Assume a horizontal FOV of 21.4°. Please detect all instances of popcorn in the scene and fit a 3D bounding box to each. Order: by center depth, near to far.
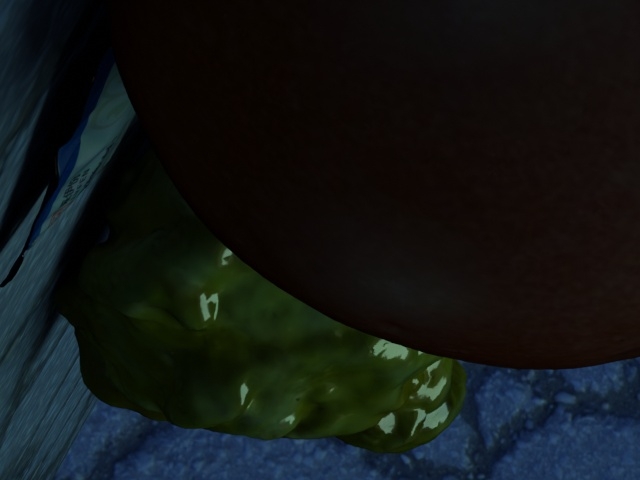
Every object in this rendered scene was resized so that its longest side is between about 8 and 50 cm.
[{"bbox_3d":[-0.006,0.008,1.177,0.293,0.292,0.334,-55,172,-43],"label":"popcorn"}]

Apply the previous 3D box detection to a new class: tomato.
[{"bbox_3d":[0.085,-0.098,0.653,0.322,0.321,0.321,-61,-179,2],"label":"tomato"}]

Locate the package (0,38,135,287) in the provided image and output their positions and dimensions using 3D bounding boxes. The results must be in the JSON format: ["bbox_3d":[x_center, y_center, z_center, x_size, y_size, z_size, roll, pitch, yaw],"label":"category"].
[{"bbox_3d":[-0.095,-0.078,0.811,0.171,0.027,0.173,-55,-175,46],"label":"package"}]
